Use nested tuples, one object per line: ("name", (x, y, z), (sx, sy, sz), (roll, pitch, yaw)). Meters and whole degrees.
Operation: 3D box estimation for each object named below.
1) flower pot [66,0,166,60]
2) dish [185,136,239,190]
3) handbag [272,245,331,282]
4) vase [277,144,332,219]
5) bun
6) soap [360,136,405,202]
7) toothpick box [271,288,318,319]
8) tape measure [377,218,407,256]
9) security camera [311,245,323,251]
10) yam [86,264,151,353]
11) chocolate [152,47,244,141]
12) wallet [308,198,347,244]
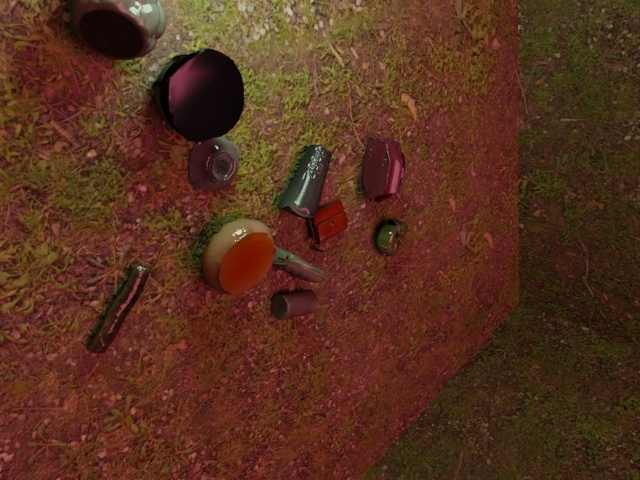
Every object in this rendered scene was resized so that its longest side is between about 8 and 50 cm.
("flower pot", (-0.533, -0.607, 1.308), (0.246, 0.246, 0.195), (31, 50, -46))
("dish", (-0.358, -0.272, 1.714), (0.224, 0.078, 0.246), (-46, 131, -22))
("handbag", (-0.079, 0.113, 2.026), (0.256, 0.219, 0.079), (32, 79, -44))
("vase", (-0.049, -0.226, 2.003), (0.251, 0.156, 0.301), (49, 60, -72))
("bun", (-0.310, 0.043, 1.814), (0.299, 0.165, 0.299), (-35, 144, -31))
("soap", (0.280, -0.313, 2.256), (0.112, 0.182, 0.289), (3, 102, -41))
("toothpick box", (-0.109, 0.273, 2.133), (0.181, 0.111, 0.111), (-6, 108, -45))
("tape measure", (0.350, -0.017, 2.487), (0.175, 0.106, 0.200), (27, 87, -60))
("security camera", (0.000, 0.000, 2.190), (0.058, 0.058, 0.092), (28, 76, -46))
("yam", (-0.650, 0.221, 1.612), (0.067, 0.071, 0.317), (29, 83, -9))
("chocolate", (-0.395, -0.453, 1.537), (0.283, 0.186, 0.283), (-29, 133, -37))
("wallet", (0.037, -0.082, 2.172), (0.204, 0.045, 0.142), (-30, 114, -43))
